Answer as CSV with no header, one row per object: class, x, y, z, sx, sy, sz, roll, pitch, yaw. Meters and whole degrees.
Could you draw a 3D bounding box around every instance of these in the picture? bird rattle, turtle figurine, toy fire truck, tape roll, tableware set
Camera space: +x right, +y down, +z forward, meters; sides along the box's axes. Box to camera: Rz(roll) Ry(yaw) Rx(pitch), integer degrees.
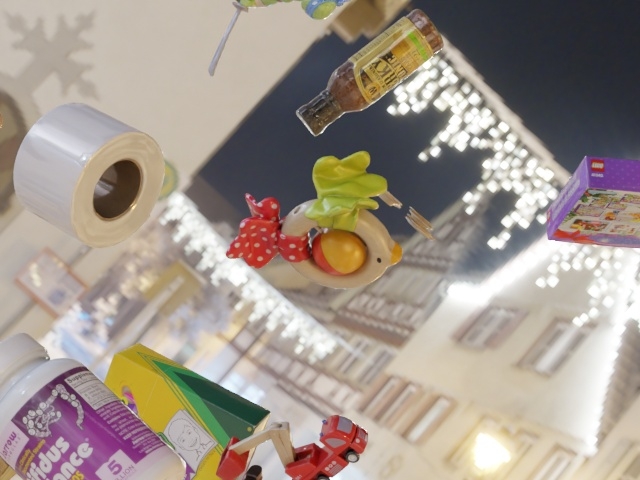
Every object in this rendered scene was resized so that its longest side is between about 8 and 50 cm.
bird rattle,0.000,0.000,1.654,0.207,0.253,0.143,44,32,-22
turtle figurine,-0.095,-0.437,1.701,0.198,0.275,0.266,53,20,-62
toy fire truck,-0.041,0.295,1.593,0.135,0.192,0.047,38,28,-14
tape roll,-0.448,-0.128,2.216,0.169,0.246,0.246,27,-15,28
tableware set,0.152,-0.056,2.060,0.141,0.020,0.168,40,8,-2

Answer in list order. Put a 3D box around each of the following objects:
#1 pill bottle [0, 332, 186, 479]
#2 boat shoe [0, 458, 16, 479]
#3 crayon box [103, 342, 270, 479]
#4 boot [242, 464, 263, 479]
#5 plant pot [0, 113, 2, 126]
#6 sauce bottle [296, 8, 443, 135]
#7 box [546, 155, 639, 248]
pill bottle,-0.344,0.269,1.564,0.301,0.169,0.169,40,-9,14
boat shoe,-0.697,0.484,2.195,0.123,0.342,0.123,51,23,21
crayon box,-0.310,0.432,2.244,0.313,0.362,0.106,25,16,11
boot,-0.124,0.445,1.891,0.037,0.106,0.114,20,-51,27
plant pot,-0.549,-0.171,1.461,0.205,0.188,0.205,53,2,-2
sauce bottle,0.103,-0.352,2.443,0.111,0.344,0.111,51,0,0
box,0.510,-0.049,1.717,0.293,0.057,0.201,5,-23,-5
